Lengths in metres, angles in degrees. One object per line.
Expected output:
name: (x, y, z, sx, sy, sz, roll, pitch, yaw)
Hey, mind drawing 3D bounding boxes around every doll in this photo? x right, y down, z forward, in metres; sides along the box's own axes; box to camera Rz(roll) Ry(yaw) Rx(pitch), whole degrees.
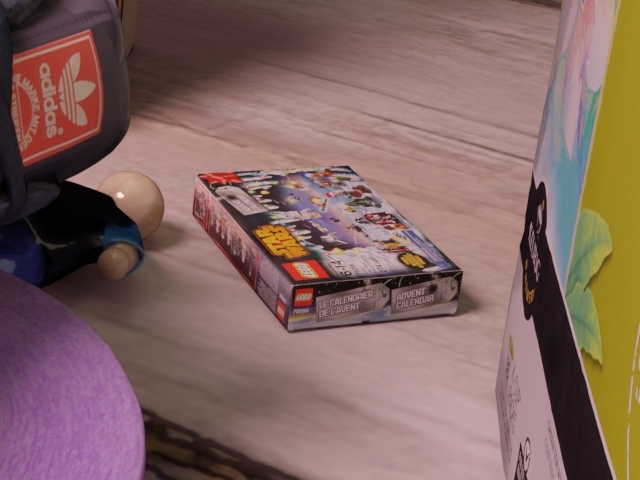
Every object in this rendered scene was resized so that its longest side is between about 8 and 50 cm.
doll: (-0.147, -0.002, 0.674, 0.129, 0.046, 0.189, 25, 30, 32)

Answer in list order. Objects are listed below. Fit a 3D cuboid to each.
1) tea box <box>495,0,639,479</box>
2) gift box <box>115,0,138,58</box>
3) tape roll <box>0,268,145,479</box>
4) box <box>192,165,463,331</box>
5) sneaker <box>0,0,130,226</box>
tea box: (0.191, 0.005, 0.418, 0.220, 0.324, 0.329, 7, 23, -1)
gift box: (-0.223, -0.220, 0.878, 0.255, 0.258, 0.276, 6, 23, -4)
tape roll: (-0.190, 0.088, 0.409, 0.274, 0.090, 0.275, 7, 24, -3)
box: (0.000, 0.000, 0.735, 0.094, 0.027, 0.137, -5, 27, -25)
sneaker: (-0.131, -0.038, 0.433, 0.148, 0.131, 0.350, -2, 25, -9)
